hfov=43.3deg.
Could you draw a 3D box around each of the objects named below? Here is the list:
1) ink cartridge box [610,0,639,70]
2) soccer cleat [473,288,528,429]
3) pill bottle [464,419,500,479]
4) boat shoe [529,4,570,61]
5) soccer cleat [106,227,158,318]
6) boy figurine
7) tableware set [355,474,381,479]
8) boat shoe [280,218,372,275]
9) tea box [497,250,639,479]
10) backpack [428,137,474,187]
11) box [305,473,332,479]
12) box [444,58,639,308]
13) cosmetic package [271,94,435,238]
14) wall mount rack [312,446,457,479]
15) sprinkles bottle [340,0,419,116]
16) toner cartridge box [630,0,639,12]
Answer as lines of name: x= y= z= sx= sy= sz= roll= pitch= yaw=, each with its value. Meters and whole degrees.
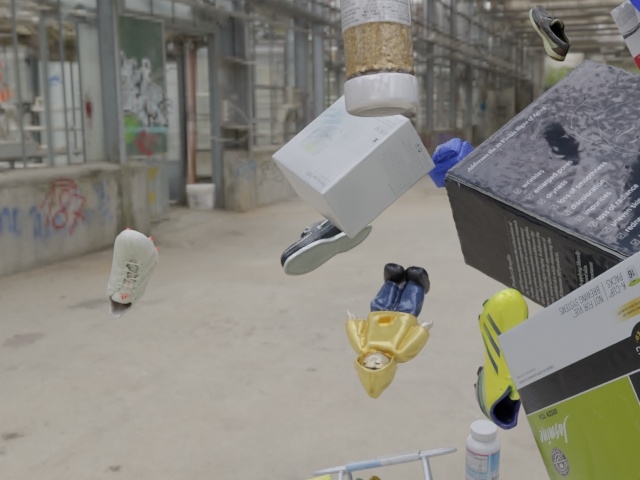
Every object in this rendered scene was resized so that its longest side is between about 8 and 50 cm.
ink cartridge box: x=0.611 y=-0.380 z=1.497 sx=0.099 sy=0.135 sz=0.056 roll=-6 pitch=-21 yaw=-42
soccer cleat: x=0.333 y=0.212 z=1.425 sx=0.093 sy=0.289 sz=0.121 roll=-11 pitch=36 yaw=-12
pill bottle: x=0.410 y=0.539 z=2.037 sx=0.087 sy=0.160 sz=0.087 roll=-1 pitch=20 yaw=1
boat shoe: x=0.478 y=-0.435 z=1.660 sx=0.056 sy=0.152 sz=0.049 roll=1 pitch=-35 yaw=-28
soccer cleat: x=-0.290 y=0.054 z=1.226 sx=0.068 sy=0.076 sz=0.196 roll=22 pitch=-35 yaw=-3
boy figurine: x=0.125 y=0.176 z=1.584 sx=0.177 sy=0.092 sz=0.285 roll=10 pitch=48 yaw=20
tableware set: x=0.148 y=0.637 z=2.001 sx=0.154 sy=0.104 sz=0.024 roll=14 pitch=-39 yaw=-36
boat shoe: x=0.000 y=0.000 z=2.079 sx=0.303 sy=0.114 sz=0.091 roll=-21 pitch=58 yaw=-42
tea box: x=0.422 y=0.193 z=0.935 sx=0.220 sy=0.323 sz=0.329 roll=-9 pitch=-20 yaw=-22
backpack: x=0.330 y=-0.199 z=2.062 sx=0.120 sy=0.101 sz=0.098 roll=-26 pitch=21 yaw=41
box: x=-0.012 y=0.543 z=1.493 sx=0.058 sy=0.232 sz=0.087 roll=-6 pitch=40 yaw=-23
box: x=0.605 y=-0.089 z=1.670 sx=0.480 sy=0.297 sz=0.472 roll=-38 pitch=45 yaw=-18
cosmetic package: x=0.061 y=-0.158 z=1.612 sx=0.225 sy=0.138 sz=0.224 roll=-42 pitch=38 yaw=-6
wall mount rack: x=0.153 y=0.568 z=1.864 sx=0.350 sy=0.130 sz=0.304 roll=-12 pitch=-12 yaw=6
sprinkles bottle: x=0.090 y=-0.385 z=1.316 sx=0.121 sy=0.355 sz=0.121 roll=-3 pitch=-2 yaw=0
toner cartridge box: x=0.645 y=-0.501 z=1.515 sx=0.348 sy=0.165 sz=0.075 roll=-21 pitch=-17 yaw=-49
